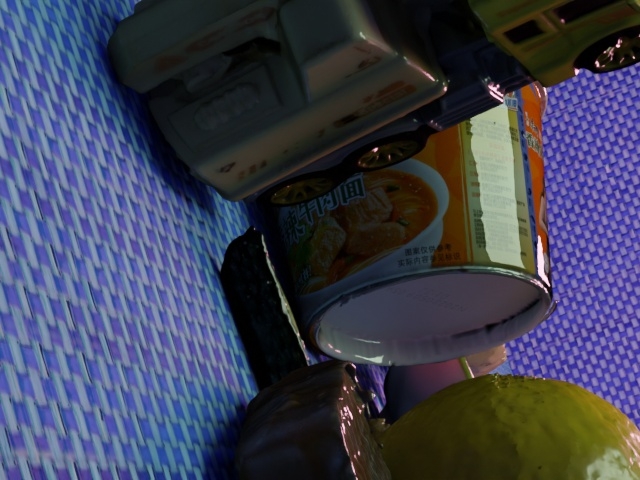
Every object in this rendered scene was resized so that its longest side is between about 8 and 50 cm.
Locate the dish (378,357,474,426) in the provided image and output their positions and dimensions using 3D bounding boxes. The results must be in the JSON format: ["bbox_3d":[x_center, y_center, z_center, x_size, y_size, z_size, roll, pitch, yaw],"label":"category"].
[{"bbox_3d":[0.136,0.239,1.744,0.324,0.124,0.324,-24,90,-87],"label":"dish"}]

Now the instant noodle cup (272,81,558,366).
[{"bbox_3d":[0.086,-0.021,1.551,0.296,0.296,0.214,52,27,-63],"label":"instant noodle cup"}]

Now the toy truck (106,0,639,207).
[{"bbox_3d":[0.051,-0.170,1.234,0.254,0.405,0.180,17,52,-67],"label":"toy truck"}]

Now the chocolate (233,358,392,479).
[{"bbox_3d":[0.000,0.170,1.140,0.214,0.093,0.148,-51,119,-81],"label":"chocolate"}]

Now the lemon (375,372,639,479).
[{"bbox_3d":[0.153,0.237,1.338,0.293,0.293,0.293,-20,90,-81],"label":"lemon"}]

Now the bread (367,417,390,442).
[{"bbox_3d":[0.069,0.212,1.576,0.113,0.060,0.082,52,17,-68],"label":"bread"}]

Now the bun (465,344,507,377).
[{"bbox_3d":[0.118,0.039,1.958,0.259,0.152,0.259,-17,90,-80],"label":"bun"}]

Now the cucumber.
[{"bbox_3d":[-0.026,0.097,1.307,0.070,0.046,0.220,2,69,-83],"label":"cucumber"}]
